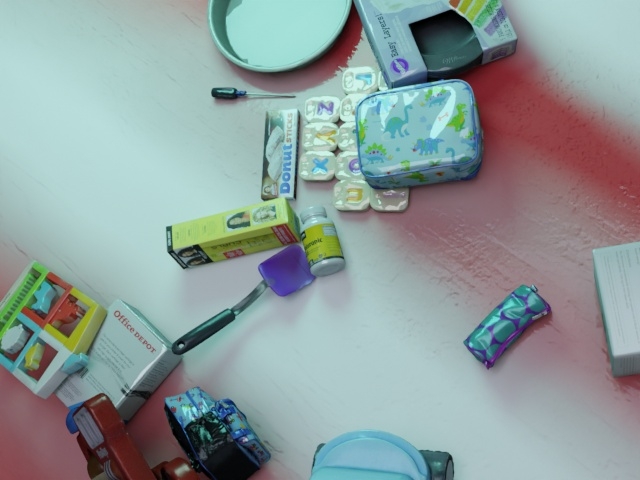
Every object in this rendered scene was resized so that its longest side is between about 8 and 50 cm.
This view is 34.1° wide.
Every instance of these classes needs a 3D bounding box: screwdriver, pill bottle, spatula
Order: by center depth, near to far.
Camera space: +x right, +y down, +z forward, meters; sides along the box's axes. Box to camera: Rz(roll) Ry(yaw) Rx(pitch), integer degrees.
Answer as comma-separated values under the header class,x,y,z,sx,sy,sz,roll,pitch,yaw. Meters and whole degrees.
class,x,y,z,sx,sy,sz,roll,pitch,yaw
spatula,-0.139,0.113,1.858,0.296,0.030,0.084,-36,68,-8
pill bottle,0.000,0.000,1.862,0.065,0.065,0.116,-19,69,9
screwdriver,-0.130,-0.285,2.012,0.170,0.024,0.025,0,102,14

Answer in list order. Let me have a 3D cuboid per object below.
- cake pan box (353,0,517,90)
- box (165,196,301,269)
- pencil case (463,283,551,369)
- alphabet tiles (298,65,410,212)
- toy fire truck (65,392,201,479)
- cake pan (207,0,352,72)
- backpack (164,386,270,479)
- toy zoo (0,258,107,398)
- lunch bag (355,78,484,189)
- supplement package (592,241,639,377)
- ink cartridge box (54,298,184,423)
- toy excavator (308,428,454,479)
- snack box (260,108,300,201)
class,x,y,z,sx,sy,sz,roll,pitch,yaw
cake pan box,0.201,-0.416,1.909,0.246,0.070,0.266,-19,73,1
box,-0.158,-0.012,1.897,0.232,0.087,0.058,-13,61,10
pencil case,0.310,0.141,1.731,0.152,0.064,0.070,-44,42,0
alphabet tiles,0.101,-0.188,1.916,0.278,0.021,0.284,0,73,16
toy fire truck,-0.327,0.374,1.708,0.169,0.302,0.253,-28,86,-24
cake pan,-0.075,-0.451,2.029,0.293,0.054,0.293,-4,72,14
backpack,-0.184,0.322,1.773,0.117,0.158,0.173,-36,55,-6
toy zoo,-0.505,0.165,1.912,0.293,0.030,0.192,25,77,42
lunch bag,0.174,-0.187,1.835,0.219,0.090,0.176,-9,73,13
supplement package,0.583,0.093,1.609,0.293,0.175,0.177,-10,70,13
ink cartridge box,-0.370,0.231,1.883,0.148,0.086,0.203,41,88,23
toy excavator,0.037,0.479,1.498,0.222,0.445,0.432,2,74,17
snack box,-0.074,-0.160,1.956,0.064,0.022,0.178,-2,73,14
